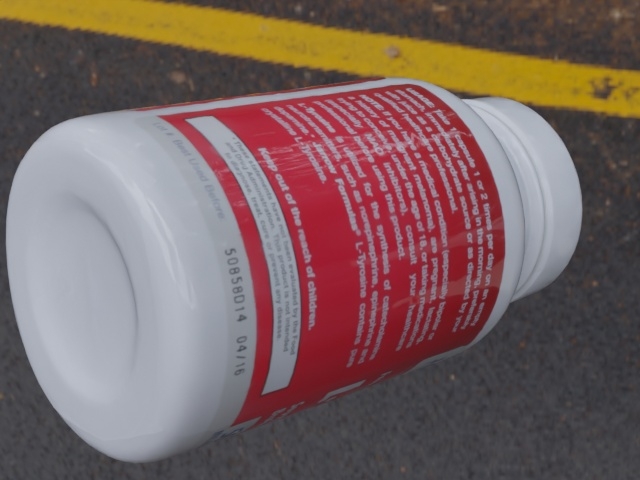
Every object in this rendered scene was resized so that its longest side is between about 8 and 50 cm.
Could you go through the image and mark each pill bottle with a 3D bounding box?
[{"bbox_3d":[0.000,0.000,0.867,0.407,0.229,0.229,-13,41,-39],"label":"pill bottle"}]
